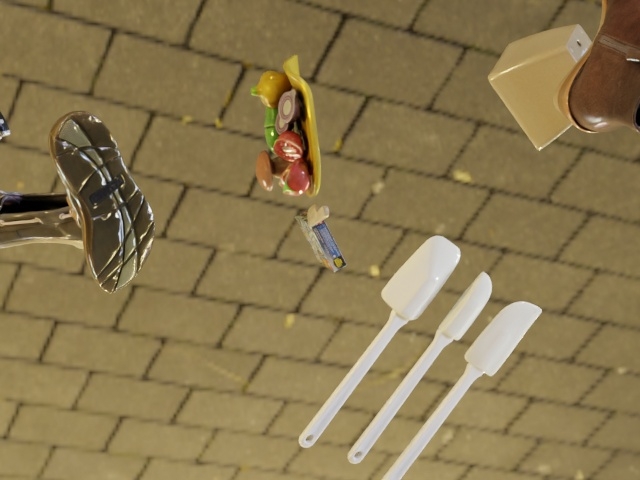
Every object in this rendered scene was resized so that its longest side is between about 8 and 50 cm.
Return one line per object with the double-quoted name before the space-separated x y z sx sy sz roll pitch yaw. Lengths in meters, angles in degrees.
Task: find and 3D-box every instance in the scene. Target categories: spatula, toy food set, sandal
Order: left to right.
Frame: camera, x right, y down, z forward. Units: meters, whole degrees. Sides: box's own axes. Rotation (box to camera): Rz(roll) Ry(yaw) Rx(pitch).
"sandal" -0.240 -0.044 1.385 0.090 0.060 0.219 -39 131 -24
"toy food set" -0.047 -0.119 1.630 0.071 0.218 0.128 -9 -177 -11
"spatula" 0.090 0.125 1.268 0.168 0.019 0.242 34 97 -36

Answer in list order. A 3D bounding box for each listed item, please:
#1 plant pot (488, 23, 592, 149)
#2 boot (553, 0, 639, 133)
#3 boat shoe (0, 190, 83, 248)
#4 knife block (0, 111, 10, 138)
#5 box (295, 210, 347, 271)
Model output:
"plant pot" 0.277 -0.191 1.536 0.096 0.109 0.109 -29 106 34
"boot" 0.339 -0.212 1.295 0.090 0.207 0.248 31 90 -16
"boat shoe" -0.441 -0.047 2.043 0.335 0.112 0.095 2 116 13
"knife block" -0.510 -0.231 1.651 0.242 0.088 0.276 20 131 13
"box" 0.000 0.000 2.202 0.027 0.137 0.094 -28 100 -7
